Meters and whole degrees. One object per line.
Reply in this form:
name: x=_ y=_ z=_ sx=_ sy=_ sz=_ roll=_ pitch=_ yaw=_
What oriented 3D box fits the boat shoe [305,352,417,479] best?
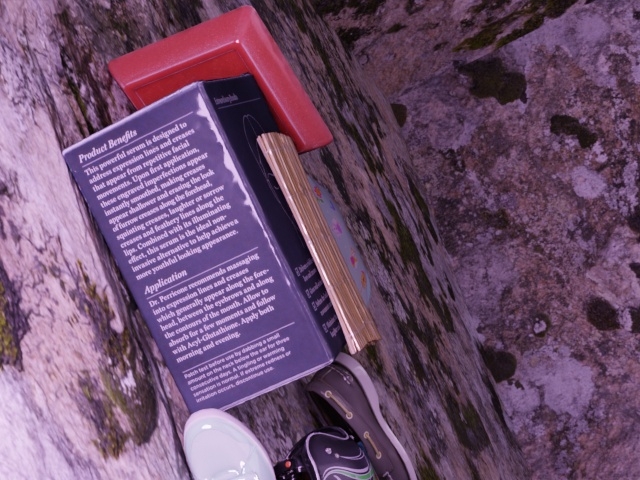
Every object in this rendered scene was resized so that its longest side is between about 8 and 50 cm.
boat shoe: x=0.067 y=0.330 z=2.309 sx=0.109 sy=0.091 sz=0.305 roll=6 pitch=-52 yaw=54

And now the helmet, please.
helmet: x=-0.003 y=0.333 z=1.881 sx=0.161 sy=0.169 sz=0.169 roll=11 pitch=53 yaw=-54

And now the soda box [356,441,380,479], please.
soda box: x=0.073 y=0.418 z=2.229 sx=0.183 sy=0.063 sz=0.058 roll=64 pitch=13 yaw=-4

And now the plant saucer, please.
plant saucer: x=-0.152 y=-0.193 z=2.081 sx=0.258 sy=0.259 sz=0.048 roll=57 pitch=29 yaw=-30

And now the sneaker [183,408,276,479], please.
sneaker: x=-0.094 y=0.328 z=1.663 sx=0.151 sy=0.094 sz=0.256 roll=-67 pitch=133 yaw=-81

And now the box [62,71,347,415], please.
box: x=-0.129 y=-0.003 z=1.896 sx=0.395 sy=0.212 sz=0.293 roll=65 pitch=14 yaw=-3

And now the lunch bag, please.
lunch bag: x=-0.022 y=0.032 z=2.346 sx=0.262 sy=0.160 sz=0.223 roll=68 pitch=11 yaw=17

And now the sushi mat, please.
sushi mat: x=0.000 y=0.000 z=1.882 sx=0.317 sy=0.019 sz=0.151 roll=66 pitch=14 yaw=6
